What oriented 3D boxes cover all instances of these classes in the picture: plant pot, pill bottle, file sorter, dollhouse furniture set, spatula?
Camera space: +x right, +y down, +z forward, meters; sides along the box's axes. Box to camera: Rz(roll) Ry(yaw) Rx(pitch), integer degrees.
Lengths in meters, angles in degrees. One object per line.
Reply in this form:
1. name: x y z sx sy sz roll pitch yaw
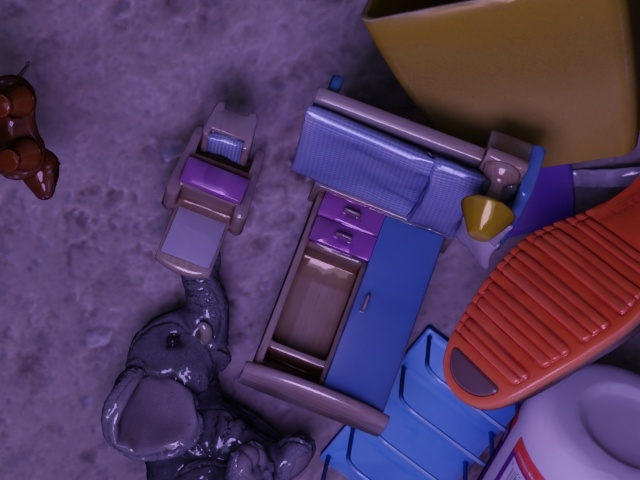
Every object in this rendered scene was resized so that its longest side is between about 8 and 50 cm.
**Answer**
1. plant pot: 0.180 -0.175 1.606 0.212 0.212 0.187 -8 123 22
2. pill bottle: 0.208 0.273 1.705 0.181 0.181 0.323 23 127 -2
3. file sorter: 0.094 0.191 1.785 0.118 0.104 0.170 37 106 -7
4. dollhouse furniture set: 0.000 0.000 1.603 0.286 0.303 0.198 21 70 -2
5. spatula: 0.284 -0.059 1.731 0.296 0.030 0.084 -7 107 7

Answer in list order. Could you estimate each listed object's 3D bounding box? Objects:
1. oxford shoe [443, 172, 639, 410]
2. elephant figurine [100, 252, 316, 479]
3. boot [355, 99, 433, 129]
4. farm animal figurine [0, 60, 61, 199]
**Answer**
1. oxford shoe: 0.264 0.035 1.640 0.363 0.130 0.133 -37 144 -7
2. elephant figurine: -0.129 0.146 1.783 0.239 0.186 0.169 52 148 0
3. boot: 0.056 -0.105 1.732 0.087 0.042 0.118 26 107 -1
4. farm animal figurine: -0.382 -0.094 1.718 0.330 0.172 0.327 -33 89 21
